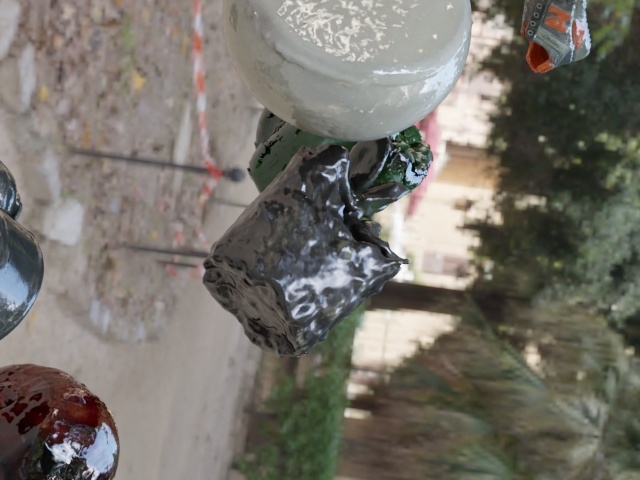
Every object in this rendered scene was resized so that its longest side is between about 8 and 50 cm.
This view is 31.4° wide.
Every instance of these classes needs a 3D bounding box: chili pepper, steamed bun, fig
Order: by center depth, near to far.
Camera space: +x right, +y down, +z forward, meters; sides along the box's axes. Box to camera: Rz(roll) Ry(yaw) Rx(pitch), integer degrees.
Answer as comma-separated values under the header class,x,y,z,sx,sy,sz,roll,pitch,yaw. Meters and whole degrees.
class,x,y,z,sx,sy,sz,roll,pitch,yaw
steamed bun,0.026,-0.231,1.298,0.177,0.283,0.283,108,-8,-57
fig,-0.319,0.270,1.318,0.186,0.204,0.249,-46,134,-42
chili pepper,0.026,-0.145,1.774,0.248,0.257,0.233,54,22,-8

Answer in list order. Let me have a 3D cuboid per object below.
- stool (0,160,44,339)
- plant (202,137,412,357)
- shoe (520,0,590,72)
class,x,y,z,sx,sy,sz,roll,pitch,yaw
stool,-0.387,0.007,1.176,0.139,0.153,0.228,51,13,-51
plant,0.000,0.000,1.383,0.276,0.188,0.199,-49,-177,-27
shoe,0.286,-0.288,1.427,0.074,0.077,0.194,52,-9,42
